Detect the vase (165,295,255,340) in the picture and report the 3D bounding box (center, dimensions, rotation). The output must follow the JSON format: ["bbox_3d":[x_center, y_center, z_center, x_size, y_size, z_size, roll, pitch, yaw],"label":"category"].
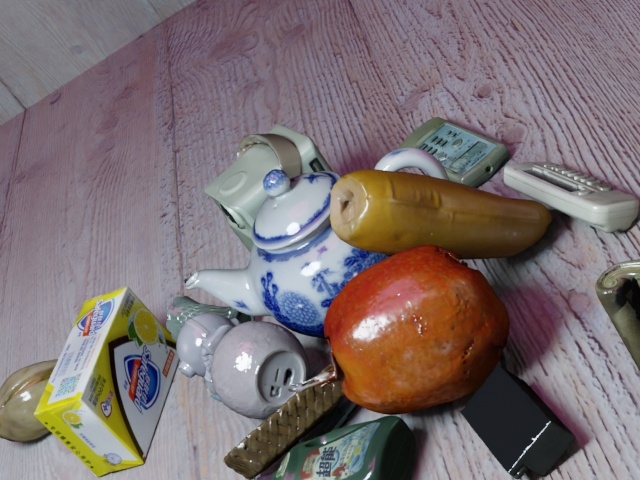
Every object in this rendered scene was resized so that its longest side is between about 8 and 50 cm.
[{"bbox_3d":[-0.178,0.132,2.004,0.148,0.081,0.081,-1,44,40],"label":"vase"}]

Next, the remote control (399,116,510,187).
[{"bbox_3d":[0.220,-0.149,2.030,0.098,0.038,0.233,-41,30,-8],"label":"remote control"}]

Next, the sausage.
[{"bbox_3d":[0.182,-0.028,1.677,0.134,0.353,0.116,-24,64,56],"label":"sausage"}]

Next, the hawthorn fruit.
[{"bbox_3d":[0.094,0.133,1.574,0.299,0.211,0.211,-29,29,-1],"label":"hawthorn fruit"}]

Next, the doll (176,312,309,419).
[{"bbox_3d":[-0.132,0.176,1.827,0.151,0.151,0.287,-46,28,-17],"label":"doll"}]

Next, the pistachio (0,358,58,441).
[{"bbox_3d":[-0.485,0.275,2.088,0.184,0.124,0.124,-26,26,-16],"label":"pistachio"}]

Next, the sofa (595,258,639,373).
[{"bbox_3d":[0.424,0.026,1.399,0.182,0.200,0.258,5,50,46],"label":"sofa"}]

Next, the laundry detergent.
[{"bbox_3d":[0.010,0.297,1.568,0.221,0.078,0.144,-18,29,34],"label":"laundry detergent"}]

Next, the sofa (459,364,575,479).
[{"bbox_3d":[0.238,0.225,1.461,0.085,0.060,0.147,-52,28,6],"label":"sofa"}]

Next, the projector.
[{"bbox_3d":[-0.061,-0.061,1.990,0.177,0.242,0.163,-42,32,-12],"label":"projector"}]

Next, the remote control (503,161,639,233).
[{"bbox_3d":[0.359,-0.066,1.738,0.090,0.049,0.230,-10,22,-23],"label":"remote control"}]

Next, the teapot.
[{"bbox_3d":[0.000,0.000,1.796,0.424,0.280,0.252,-29,31,12],"label":"teapot"}]

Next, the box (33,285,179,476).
[{"bbox_3d":[-0.334,0.223,1.944,0.097,0.168,0.265,-22,30,27],"label":"box"}]

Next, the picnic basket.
[{"bbox_3d":[-0.044,0.252,1.653,0.193,0.055,0.110,-38,-7,-23],"label":"picnic basket"}]

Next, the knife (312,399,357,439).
[{"bbox_3d":[0.033,0.238,1.688,0.028,0.015,0.210,16,58,47],"label":"knife"}]
